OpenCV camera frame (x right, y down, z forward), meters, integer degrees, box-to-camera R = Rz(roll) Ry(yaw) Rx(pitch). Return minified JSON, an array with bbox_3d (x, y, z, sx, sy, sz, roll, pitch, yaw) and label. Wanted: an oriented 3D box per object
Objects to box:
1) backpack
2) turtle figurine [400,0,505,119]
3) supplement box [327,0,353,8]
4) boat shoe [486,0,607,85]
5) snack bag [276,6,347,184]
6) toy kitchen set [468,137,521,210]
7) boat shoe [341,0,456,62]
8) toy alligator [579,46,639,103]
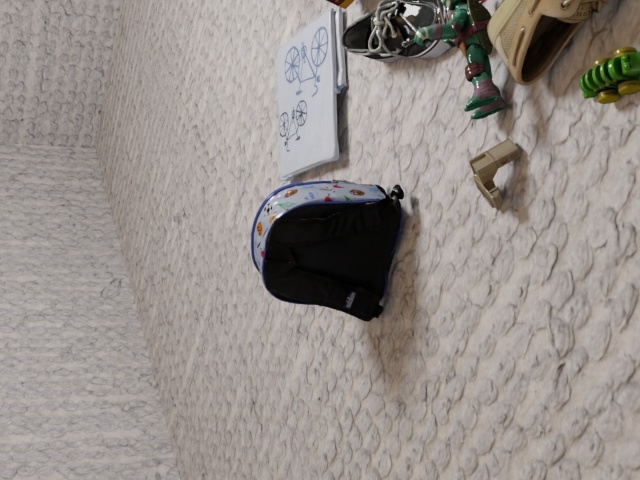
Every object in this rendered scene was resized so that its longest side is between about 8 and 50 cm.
[{"bbox_3d":[0.000,0.000,1.707,0.213,0.263,0.277,-138,53,-57],"label":"backpack"},{"bbox_3d":[0.219,-0.311,1.393,0.118,0.175,0.234,-27,77,34],"label":"turtle figurine"},{"bbox_3d":[0.002,-0.597,1.766,0.129,0.191,0.194,-37,55,36],"label":"supplement box"},{"bbox_3d":[0.341,-0.343,1.195,0.341,0.121,0.110,117,141,-59],"label":"boat shoe"},{"bbox_3d":[-0.024,-0.317,2.024,0.323,0.037,0.343,166,104,-64],"label":"snack bag"},{"bbox_3d":[0.286,-0.095,1.387,0.083,0.075,0.068,59,-179,-40],"label":"toy kitchen set"},{"bbox_3d":[0.136,-0.386,1.615,0.306,0.105,0.113,16,104,63],"label":"boat shoe"},{"bbox_3d":[0.391,-0.221,1.147,0.189,0.051,0.056,-23,69,62],"label":"toy alligator"}]
